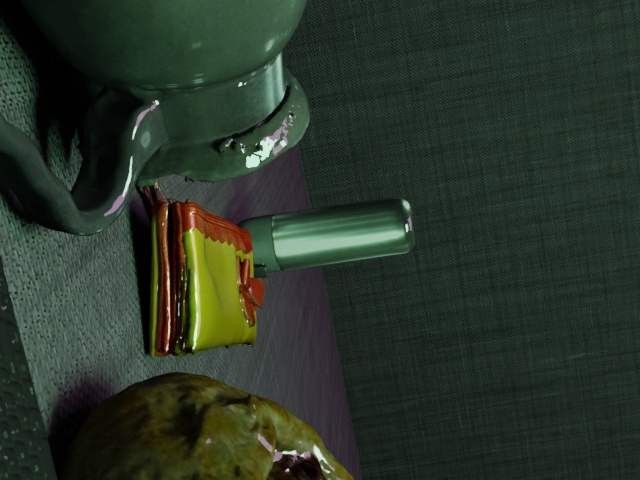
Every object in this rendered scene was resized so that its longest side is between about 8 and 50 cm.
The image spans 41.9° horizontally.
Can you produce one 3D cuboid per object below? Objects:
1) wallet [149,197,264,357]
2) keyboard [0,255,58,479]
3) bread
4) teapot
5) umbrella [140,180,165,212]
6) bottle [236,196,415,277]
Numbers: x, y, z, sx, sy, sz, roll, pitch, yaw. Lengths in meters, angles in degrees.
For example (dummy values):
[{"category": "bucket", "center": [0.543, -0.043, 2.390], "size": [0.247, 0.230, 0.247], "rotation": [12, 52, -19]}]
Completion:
[{"category": "wallet", "center": [-0.105, 0.040, 0.814], "size": [0.241, 0.067, 0.141], "rotation": [37, 53, -82]}, {"category": "keyboard", "center": [-0.133, 0.121, 0.349], "size": [0.103, 0.041, 0.381], "rotation": [65, 11, -74]}, {"category": "bread", "center": [-0.054, 0.185, 0.525], "size": [0.230, 0.123, 0.230], "rotation": [52, 16, -22]}, {"category": "teapot", "center": [-0.095, -0.140, 0.548], "size": [0.305, 0.223, 0.285], "rotation": [-100, -176, -49]}, {"category": "umbrella", "center": [-0.156, -0.055, 0.762], "size": [0.027, 0.025, 0.165], "rotation": [-121, -165, -47]}, {"category": "bottle", "center": [0.000, 0.000, 1.126], "size": [0.079, 0.254, 0.096], "rotation": [78, 7, -46]}]
